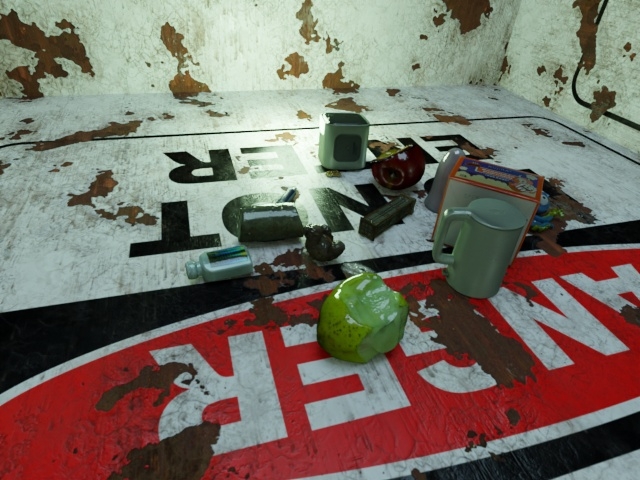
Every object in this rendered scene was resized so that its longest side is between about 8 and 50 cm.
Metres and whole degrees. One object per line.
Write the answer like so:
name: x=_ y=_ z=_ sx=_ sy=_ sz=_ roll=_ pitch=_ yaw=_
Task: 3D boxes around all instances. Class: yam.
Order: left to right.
yam: x=-0.208 y=-0.073 z=1.712 sx=0.267 sy=0.161 sz=0.161 roll=-7 pitch=38 yaw=-12

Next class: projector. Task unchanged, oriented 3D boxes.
projector: x=0.123 y=-0.551 z=2.307 sx=0.248 sy=0.249 sz=0.249 roll=-2 pitch=33 yaw=-10

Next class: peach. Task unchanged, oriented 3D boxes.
peach: x=0.408 y=-0.368 z=2.151 sx=0.257 sy=0.201 sz=0.362 roll=-16 pitch=14 yaw=25

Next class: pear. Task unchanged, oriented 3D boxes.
pear: x=0.100 y=0.235 z=1.310 sx=0.281 sy=0.176 sz=0.286 roll=-22 pitch=43 yaw=-29

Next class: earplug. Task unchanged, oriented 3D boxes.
earplug: x=0.604 y=-0.291 z=1.968 sx=0.172 sy=0.301 sz=0.172 roll=4 pitch=36 yaw=-3

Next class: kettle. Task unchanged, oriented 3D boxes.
kettle: x=0.566 y=0.019 z=1.530 sx=0.265 sy=0.318 sz=0.205 roll=25 pitch=42 yaw=24

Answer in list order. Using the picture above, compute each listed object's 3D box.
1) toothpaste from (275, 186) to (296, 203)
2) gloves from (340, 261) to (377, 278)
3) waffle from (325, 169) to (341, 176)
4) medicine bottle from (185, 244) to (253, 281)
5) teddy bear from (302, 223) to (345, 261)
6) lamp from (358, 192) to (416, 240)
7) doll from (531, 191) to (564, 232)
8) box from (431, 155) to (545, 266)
toothpaste: x=-0.174 y=-0.175 z=1.948 sx=0.069 sy=0.047 sz=0.268 roll=25 pitch=43 yaw=6
gloves: x=0.148 y=0.121 z=1.536 sx=0.114 sy=0.070 sz=0.153 roll=4 pitch=18 yaw=-45
waffle: x=0.068 y=-0.356 z=2.242 sx=0.085 sy=0.016 sz=0.078 roll=-10 pitch=35 yaw=-20
medicine bottle: x=-0.371 y=0.087 z=1.532 sx=0.228 sy=0.083 sz=0.121 roll=-11 pitch=41 yaw=-22
teddy bear: x=0.000 y=0.000 z=1.668 sx=0.177 sy=0.140 sz=0.190 roll=30 pitch=25 yaw=-13
lamp: x=0.302 y=-0.111 z=1.872 sx=0.089 sy=0.090 sz=0.325 roll=32 pitch=45 yaw=31
doll: x=0.957 y=-0.190 z=1.978 sx=0.341 sy=0.099 sz=0.346 roll=-15 pitch=58 yaw=-30
box: x=0.687 y=-0.129 z=1.744 sx=0.348 sy=0.319 sz=0.257 roll=19 pitch=37 yaw=20
